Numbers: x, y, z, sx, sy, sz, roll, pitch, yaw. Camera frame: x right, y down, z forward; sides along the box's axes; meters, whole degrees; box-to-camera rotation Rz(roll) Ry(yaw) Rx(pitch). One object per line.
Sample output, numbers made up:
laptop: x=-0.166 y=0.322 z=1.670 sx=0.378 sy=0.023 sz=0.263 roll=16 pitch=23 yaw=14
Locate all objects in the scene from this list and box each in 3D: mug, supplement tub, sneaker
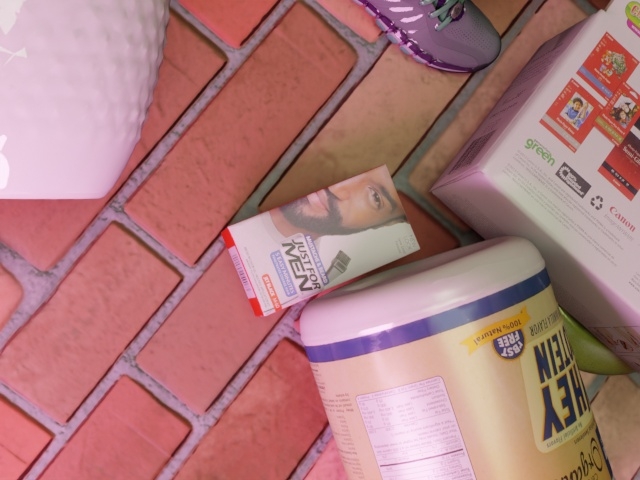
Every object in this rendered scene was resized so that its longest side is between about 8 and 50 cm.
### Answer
mug: x=-0.302 y=-0.199 z=0.809 sx=0.374 sy=0.276 sz=0.328 roll=1 pitch=93 yaw=17
supplement tub: x=0.130 y=0.174 z=0.881 sx=0.228 sy=0.228 sz=0.316 roll=-18 pitch=91 yaw=-14
sneaker: x=0.091 y=-0.243 z=0.969 sx=0.223 sy=0.098 sz=0.083 roll=31 pitch=80 yaw=-9

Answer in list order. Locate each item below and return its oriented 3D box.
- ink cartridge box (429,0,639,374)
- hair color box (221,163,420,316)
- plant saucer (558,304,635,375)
ink cartridge box: x=0.316 y=-0.058 z=0.956 sx=0.309 sy=0.130 sz=0.272 roll=41 pitch=76 yaw=-7
hair color box: x=0.000 y=0.000 z=0.953 sx=0.167 sy=0.053 sz=0.093 roll=-23 pitch=91 yaw=-15
plant saucer: x=0.312 y=0.022 z=1.035 sx=0.240 sy=0.037 sz=0.241 roll=1 pitch=86 yaw=-14
